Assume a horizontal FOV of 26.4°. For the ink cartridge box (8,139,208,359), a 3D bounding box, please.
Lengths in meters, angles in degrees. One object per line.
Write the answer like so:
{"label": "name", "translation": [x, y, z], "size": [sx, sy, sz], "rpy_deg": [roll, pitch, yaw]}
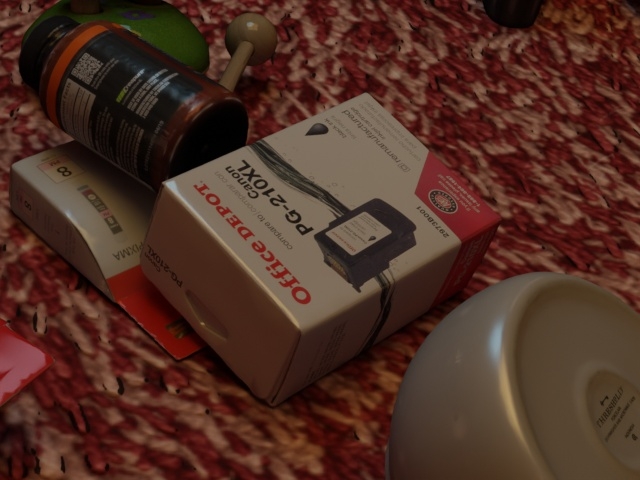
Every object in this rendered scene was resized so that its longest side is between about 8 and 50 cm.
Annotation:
{"label": "ink cartridge box", "translation": [-0.122, -0.019, 1.161], "size": [0.189, 0.066, 0.232], "rpy_deg": [-26, 47, -37]}

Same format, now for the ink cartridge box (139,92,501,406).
{"label": "ink cartridge box", "translation": [0.000, 0.000, 1.107], "size": [0.237, 0.100, 0.172], "rpy_deg": [-28, 63, -38]}

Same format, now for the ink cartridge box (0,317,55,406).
{"label": "ink cartridge box", "translation": [-0.316, 0.088, 0.966], "size": [0.231, 0.078, 0.134], "rpy_deg": [28, 43, 21]}

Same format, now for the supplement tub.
{"label": "supplement tub", "translation": [-0.162, -0.118, 1.146], "size": [0.198, 0.106, 0.106], "rpy_deg": [33, 44, 25]}

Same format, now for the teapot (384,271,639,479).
{"label": "teapot", "translation": [0.136, 0.154, 0.918], "size": [0.256, 0.187, 0.252], "rpy_deg": [16, 52, -36]}

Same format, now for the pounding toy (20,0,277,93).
{"label": "pounding toy", "translation": [-0.170, -0.220, 1.308], "size": [0.237, 0.110, 0.183], "rpy_deg": [10, 25, 12]}

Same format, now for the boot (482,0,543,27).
{"label": "boot", "translation": [0.220, -0.426, 1.548], "size": [0.096, 0.280, 0.264], "rpy_deg": [5, 39, -7]}
